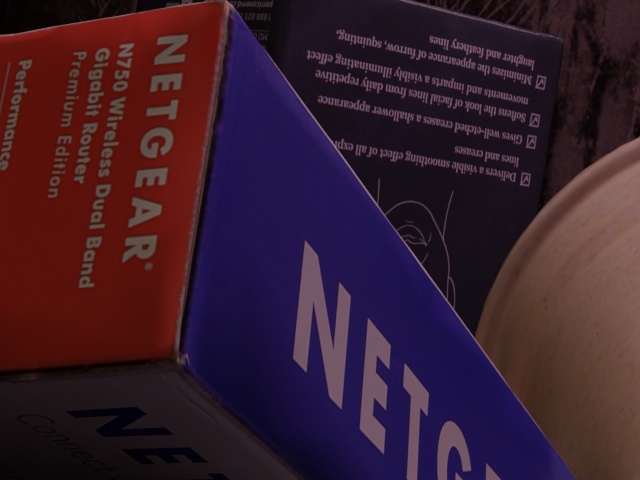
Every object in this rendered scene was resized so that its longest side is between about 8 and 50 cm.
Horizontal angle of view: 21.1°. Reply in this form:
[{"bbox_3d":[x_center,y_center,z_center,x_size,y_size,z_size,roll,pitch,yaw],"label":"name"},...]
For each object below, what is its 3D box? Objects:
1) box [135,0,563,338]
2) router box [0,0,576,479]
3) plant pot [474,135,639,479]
[{"bbox_3d":[0.000,0.000,1.398,0.293,0.395,0.212,8,1,-39],"label":"box"},{"bbox_3d":[-0.097,0.076,0.500,0.301,0.082,0.335,-6,-30,22],"label":"router box"},{"bbox_3d":[0.234,0.121,0.819,0.333,0.334,0.305,9,13,4],"label":"plant pot"}]
